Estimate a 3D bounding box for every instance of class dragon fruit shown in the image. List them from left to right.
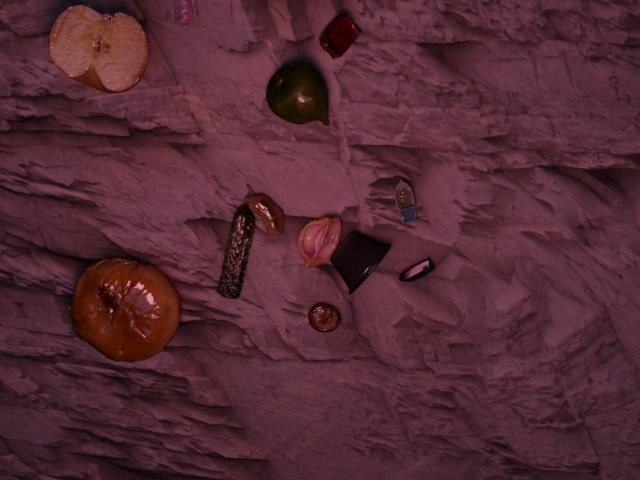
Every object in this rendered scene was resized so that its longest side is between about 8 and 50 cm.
[{"bbox_3d":[0.051,-0.663,1.677,0.102,0.096,0.147,41,72,-20],"label":"dragon fruit"}]

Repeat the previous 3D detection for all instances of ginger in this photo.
[{"bbox_3d":[-0.192,-0.097,1.850,0.095,0.069,0.190,-39,101,7],"label":"ginger"}]

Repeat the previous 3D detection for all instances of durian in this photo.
[{"bbox_3d":[0.001,0.002,1.846,0.165,0.132,0.183,-6,95,-9],"label":"durian"}]

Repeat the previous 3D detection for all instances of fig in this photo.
[{"bbox_3d":[-0.047,-0.477,1.712,0.235,0.203,0.203,18,111,-46],"label":"fig"}]

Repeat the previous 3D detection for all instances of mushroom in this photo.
[{"bbox_3d":[0.013,0.300,1.954,0.127,0.087,0.127,0,102,2],"label":"mushroom"}]

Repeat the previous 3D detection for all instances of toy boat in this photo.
[{"bbox_3d":[0.307,-0.140,1.833,0.069,0.059,0.173,-12,106,5],"label":"toy boat"},{"bbox_3d":[0.358,0.118,1.910,0.141,0.060,0.055,-31,104,17],"label":"toy boat"}]

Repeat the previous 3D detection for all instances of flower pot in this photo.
[{"bbox_3d":[0.130,0.061,1.833,0.148,0.235,0.235,40,104,9],"label":"flower pot"}]

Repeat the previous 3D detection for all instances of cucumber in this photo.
[{"bbox_3d":[-0.306,0.038,1.883,0.096,0.096,0.360,15,105,-3],"label":"cucumber"}]

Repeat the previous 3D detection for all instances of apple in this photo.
[{"bbox_3d":[-0.711,-0.622,1.661,0.292,0.163,0.251,17,96,-17],"label":"apple"}]

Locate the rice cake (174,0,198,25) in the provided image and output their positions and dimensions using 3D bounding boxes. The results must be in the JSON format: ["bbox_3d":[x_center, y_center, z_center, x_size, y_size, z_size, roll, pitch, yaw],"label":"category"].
[{"bbox_3d":[-0.434,-0.852,1.644,0.081,0.051,0.290,8,107,0],"label":"rice cake"}]

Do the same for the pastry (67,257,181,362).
[{"bbox_3d":[-0.711,0.249,1.872,0.409,0.245,0.410,0,103,1],"label":"pastry"}]
